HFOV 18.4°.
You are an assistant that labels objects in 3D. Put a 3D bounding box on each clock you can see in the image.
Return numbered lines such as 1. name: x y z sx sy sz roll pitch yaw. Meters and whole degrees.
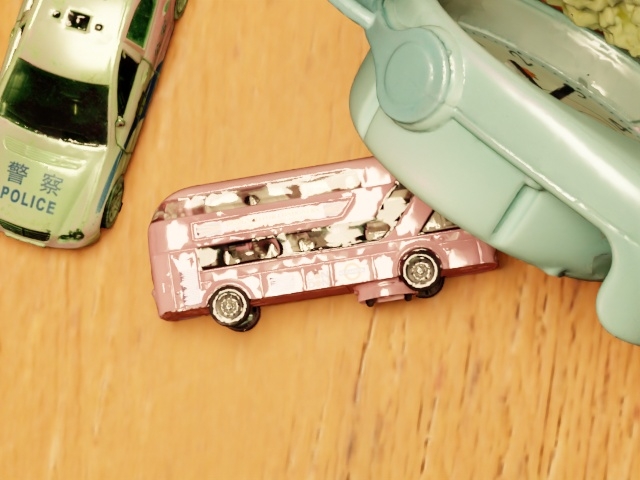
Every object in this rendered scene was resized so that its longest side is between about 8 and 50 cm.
1. clock: 0.119 -0.061 1.092 0.274 0.223 0.094 35 111 14

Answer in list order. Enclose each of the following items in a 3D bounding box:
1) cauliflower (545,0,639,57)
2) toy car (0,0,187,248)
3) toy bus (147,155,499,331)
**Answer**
1. cauliflower: 0.163 -0.267 1.104 0.281 0.260 0.327 -24 110 -26
2. toy car: -0.143 -0.107 1.178 0.090 0.076 0.224 17 85 4
3. toy bus: 0.000 0.000 1.163 0.203 0.063 0.090 -9 83 4
